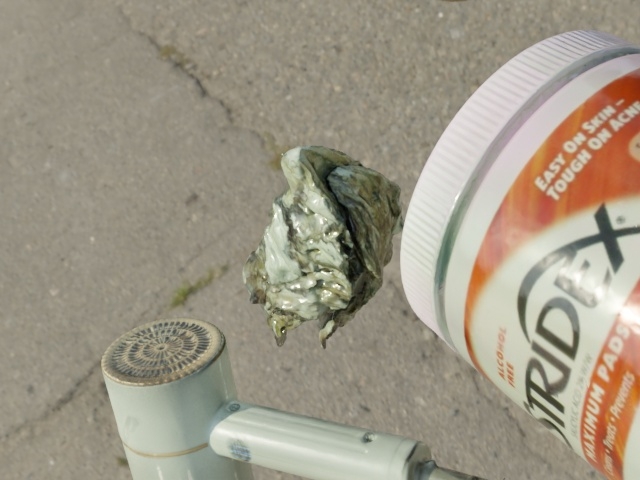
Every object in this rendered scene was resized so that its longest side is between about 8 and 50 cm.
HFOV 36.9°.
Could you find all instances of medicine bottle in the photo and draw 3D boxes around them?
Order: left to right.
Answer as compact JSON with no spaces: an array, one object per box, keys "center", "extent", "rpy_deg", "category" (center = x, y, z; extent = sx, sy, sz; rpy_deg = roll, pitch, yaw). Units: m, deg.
[{"center":[0.220,0.020,0.628],"extent":[0.252,0.252,0.241],"rpy_deg":[-38,47,-13],"category":"medicine bottle"}]

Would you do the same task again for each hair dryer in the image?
[{"center":[-0.013,0.178,0.776],"extent":[0.357,0.173,0.107],"rpy_deg":[7,31,31],"category":"hair dryer"}]

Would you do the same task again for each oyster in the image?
[{"center":[0.001,0.001,0.914],"extent":[0.158,0.351,0.162],"rpy_deg":[-10,70,-5],"category":"oyster"}]
